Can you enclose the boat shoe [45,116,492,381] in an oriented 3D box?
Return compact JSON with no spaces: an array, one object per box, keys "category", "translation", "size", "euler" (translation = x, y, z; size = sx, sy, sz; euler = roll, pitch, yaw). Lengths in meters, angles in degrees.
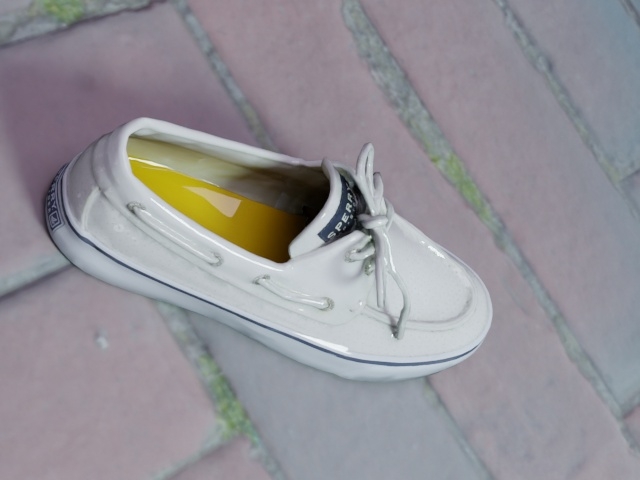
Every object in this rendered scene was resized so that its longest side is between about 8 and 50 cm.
[{"category":"boat shoe","translation":[-0.001,-0.008,1.194],"size":[0.367,0.156,0.135],"euler":[22,55,-25]}]
